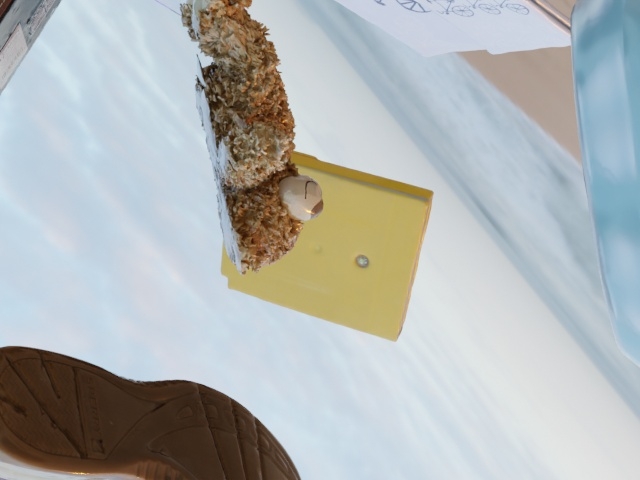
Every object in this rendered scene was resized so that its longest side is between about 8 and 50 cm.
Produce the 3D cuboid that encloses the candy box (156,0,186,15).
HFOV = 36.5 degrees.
[{"bbox_3d":[-0.240,-0.462,1.568,0.164,0.070,0.196,27,-141,-30],"label":"candy box"}]

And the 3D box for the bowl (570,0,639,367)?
[{"bbox_3d":[0.213,-0.039,0.453,0.311,0.163,0.312,-9,-90,-70],"label":"bowl"}]

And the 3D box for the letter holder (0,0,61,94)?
[{"bbox_3d":[-0.452,-0.226,1.043,0.214,0.302,0.152,29,167,-4],"label":"letter holder"}]

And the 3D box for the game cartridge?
[{"bbox_3d":[0.000,0.000,1.561,0.323,0.285,0.053,18,-144,12],"label":"game cartridge"}]

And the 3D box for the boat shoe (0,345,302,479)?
[{"bbox_3d":[-0.150,0.182,0.748,0.342,0.123,0.123,27,-145,-45],"label":"boat shoe"}]

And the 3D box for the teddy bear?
[{"bbox_3d":[-0.070,-0.138,1.028,0.245,0.113,0.338,160,97,-79],"label":"teddy bear"}]

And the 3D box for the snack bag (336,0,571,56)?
[{"bbox_3d":[0.156,-0.337,1.382,0.323,0.037,0.342,21,172,-38],"label":"snack bag"}]
